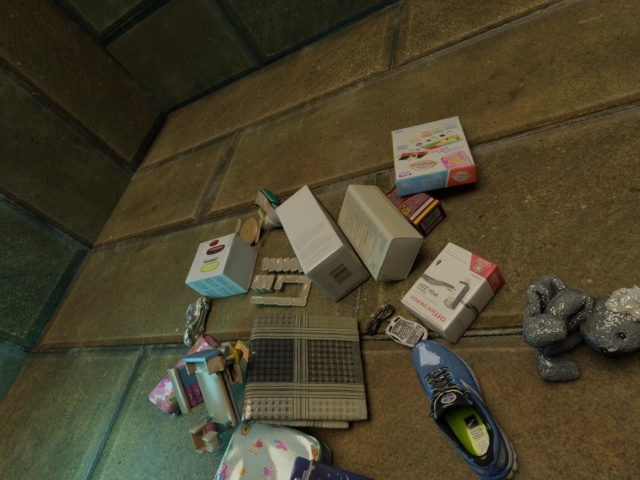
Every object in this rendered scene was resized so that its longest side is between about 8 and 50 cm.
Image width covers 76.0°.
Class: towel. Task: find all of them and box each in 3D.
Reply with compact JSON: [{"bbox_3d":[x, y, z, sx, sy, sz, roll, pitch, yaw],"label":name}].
[{"bbox_3d":[-0.038,0.346,1.120,0.323,0.056,0.312,2,46,-5],"label":"towel"}]

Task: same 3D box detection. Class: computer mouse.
[{"bbox_3d":[0.216,0.247,1.125,0.106,0.042,0.193,-49,36,-14],"label":"computer mouse"}]

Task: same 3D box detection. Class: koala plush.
[{"bbox_3d":[0.551,0.163,0.829,0.221,0.196,0.203,-8,42,38],"label":"koala plush"}]

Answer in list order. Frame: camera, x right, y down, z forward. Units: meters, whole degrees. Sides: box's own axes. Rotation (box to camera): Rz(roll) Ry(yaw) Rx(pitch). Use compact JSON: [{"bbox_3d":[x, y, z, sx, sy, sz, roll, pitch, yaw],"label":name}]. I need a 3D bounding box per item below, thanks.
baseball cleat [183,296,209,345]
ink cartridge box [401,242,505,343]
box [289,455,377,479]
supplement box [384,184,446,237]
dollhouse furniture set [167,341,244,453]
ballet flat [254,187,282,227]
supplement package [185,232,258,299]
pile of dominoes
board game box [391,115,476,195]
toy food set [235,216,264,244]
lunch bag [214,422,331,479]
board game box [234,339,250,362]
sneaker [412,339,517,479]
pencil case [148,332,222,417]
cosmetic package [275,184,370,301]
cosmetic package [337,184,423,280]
[{"bbox_3d":[-0.494,0.322,1.604,0.109,0.072,0.206,-24,38,39],"label":"baseball cleat"},{"bbox_3d":[0.345,0.135,1.079,0.218,0.092,0.158,-50,42,-5],"label":"ink cartridge box"},{"bbox_3d":[0.032,0.582,0.908,0.225,0.037,0.137,13,61,9],"label":"box"},{"bbox_3d":[0.296,-0.106,1.323,0.104,0.081,0.188,-44,42,-2],"label":"supplement box"},{"bbox_3d":[-0.246,0.423,1.146,0.198,0.287,0.303,-19,-2,-43],"label":"dollhouse furniture set"},{"bbox_3d":[-0.199,-0.116,1.719,0.106,0.107,0.316,-58,34,13],"label":"ballet flat"},{"bbox_3d":[-0.389,0.105,1.627,0.203,0.149,0.194,-15,48,29],"label":"supplement package"},{"bbox_3d":[-0.132,0.153,1.492,0.251,0.040,0.196,-1,55,27],"label":"pile of dominoes"},{"bbox_3d":[0.364,-0.287,1.362,0.242,0.064,0.317,-9,41,16],"label":"board game box"},{"bbox_3d":[-0.298,-0.037,1.750,0.192,0.038,0.133,1,76,47],"label":"toy food set"},{"bbox_3d":[-0.125,0.587,1.040,0.279,0.108,0.224,2,58,32],"label":"lunch bag"},{"bbox_3d":[-0.146,0.386,1.223,0.259,0.124,0.039,25,85,47],"label":"board game box"},{"bbox_3d":[0.298,0.344,0.900,0.129,0.147,0.330,-37,41,7],"label":"sneaker"},{"bbox_3d":[-0.453,0.461,1.411,0.284,0.124,0.124,-50,42,-6],"label":"pencil case"},{"bbox_3d":[0.000,0.000,1.380,0.155,0.197,0.366,-38,40,6],"label":"cosmetic package"},{"bbox_3d":[0.174,-0.033,1.283,0.310,0.113,0.160,-120,37,-46],"label":"cosmetic package"}]
